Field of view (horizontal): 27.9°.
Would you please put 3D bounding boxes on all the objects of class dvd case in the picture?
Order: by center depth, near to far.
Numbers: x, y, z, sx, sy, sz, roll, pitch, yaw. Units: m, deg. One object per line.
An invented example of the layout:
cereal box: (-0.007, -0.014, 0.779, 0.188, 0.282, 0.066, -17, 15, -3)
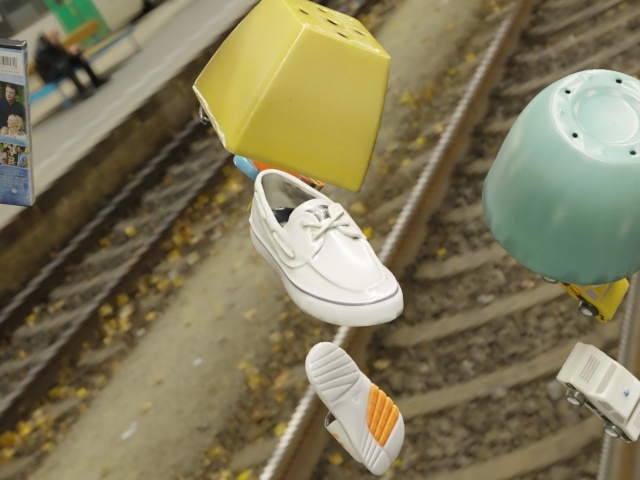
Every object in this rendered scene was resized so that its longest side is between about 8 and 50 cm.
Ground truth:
dvd case: (-0.500, -0.171, 1.831, 0.180, 0.253, 0.022, 7, 29, 5)

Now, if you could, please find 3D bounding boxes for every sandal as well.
sandal: (0.041, 0.250, 1.995, 0.076, 0.265, 0.102, 5, 47, 49)

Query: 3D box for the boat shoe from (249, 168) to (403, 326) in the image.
boat shoe: (0.000, 0.000, 1.330, 0.096, 0.088, 0.267, -15, 29, -17)

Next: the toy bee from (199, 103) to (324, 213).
toy bee: (-0.063, -0.152, 2.202, 0.195, 0.162, 0.298, -35, 55, 26)

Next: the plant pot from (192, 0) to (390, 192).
plant pot: (-0.023, -0.218, 1.771, 0.187, 0.212, 0.212, -61, 31, 21)

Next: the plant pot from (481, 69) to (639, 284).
plant pot: (0.411, -0.116, 1.965, 0.293, 0.293, 0.235, -40, -23, -27)

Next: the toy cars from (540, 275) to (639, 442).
toy cars: (0.474, 0.154, 2.166, 0.176, 0.394, 0.087, -11, -2, -27)
